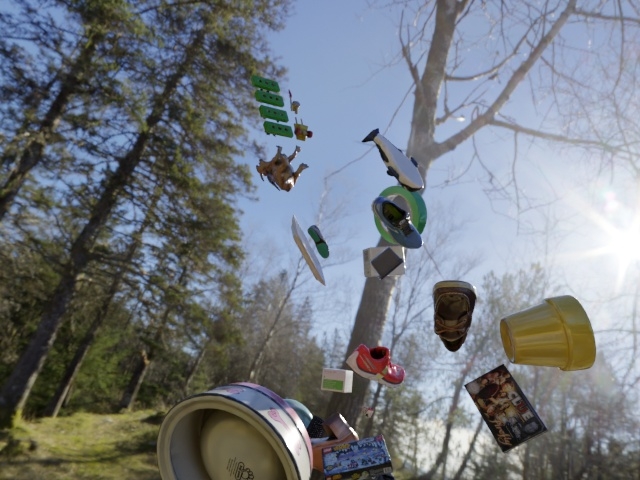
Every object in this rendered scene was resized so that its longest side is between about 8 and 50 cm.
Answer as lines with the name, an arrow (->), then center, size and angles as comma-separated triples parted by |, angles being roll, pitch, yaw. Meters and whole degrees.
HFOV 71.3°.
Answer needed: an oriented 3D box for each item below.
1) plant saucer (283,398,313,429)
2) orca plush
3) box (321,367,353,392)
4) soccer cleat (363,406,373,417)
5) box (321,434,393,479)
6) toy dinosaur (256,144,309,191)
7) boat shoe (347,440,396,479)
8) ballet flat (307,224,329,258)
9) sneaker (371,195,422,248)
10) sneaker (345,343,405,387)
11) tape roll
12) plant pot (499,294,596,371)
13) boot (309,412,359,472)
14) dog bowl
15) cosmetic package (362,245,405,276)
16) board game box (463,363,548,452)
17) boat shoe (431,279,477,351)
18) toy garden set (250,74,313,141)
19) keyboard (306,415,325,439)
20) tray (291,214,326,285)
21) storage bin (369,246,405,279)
plant saucer -> -0.127, 0.820, 1.833 | 0.317, 0.317, 0.044 | 29, -34, -29
orca plush -> 0.263, -0.281, 1.690 | 0.287, 0.151, 0.102 | 40, -39, 0
box -> 0.068, 0.566, 1.804 | 0.101, 0.087, 0.102 | -1, -18, 21
soccer cleat -> 0.178, 0.651, 1.690 | 0.029, 0.035, 0.083 | 21, -21, -7
box -> 0.072, 0.451, 0.916 | 0.137, 0.027, 0.094 | -12, 8, -2
toy dinosaur -> -0.149, -0.258, 1.755 | 0.127, 0.296, 0.200 | 11, -56, -28
boat shoe -> 0.116, 0.505, 0.962 | 0.080, 0.076, 0.228 | 0, 2, -21
ballet flat -> 0.000, 0.000, 1.337 | 0.041, 0.041, 0.114 | -6, -57, 41
sneaker -> 0.383, -0.075, 2.172 | 0.330, 0.130, 0.147 | 44, -2, -14
sneaker -> 0.218, 0.434, 1.567 | 0.279, 0.118, 0.107 | 26, 9, -38
tape roll -> 0.435, -0.143, 2.457 | 0.077, 0.321, 0.321 | -10, -3, -40
plant pot -> 0.766, 0.330, 1.542 | 0.239, 0.254, 0.254 | -10, -27, 7
boot -> 0.020, 0.752, 1.494 | 0.220, 0.283, 0.109 | 58, -30, -2
dog bowl -> -0.199, 0.543, 1.110 | 0.408, 0.408, 0.150 | 6, 10, 22
cosmetic package -> 0.331, 0.112, 2.345 | 0.184, 0.151, 0.151 | -2, -6, -9
board game box -> 0.632, 0.573, 1.534 | 0.165, 0.243, 0.042 | -34, -38, 10
boat shoe -> 0.378, 0.226, 1.267 | 0.123, 0.123, 0.342 | 0, -32, 12
toy garden set -> -0.143, -0.465, 1.613 | 0.204, 0.244, 0.049 | 2, -27, -39
keyboard -> -0.026, 0.801, 1.756 | 0.100, 0.192, 0.038 | 32, -22, -7
tray -> -0.050, 0.044, 1.687 | 0.030, 0.145, 0.270 | -24, -57, 5
storage bin -> 0.284, 0.095, 1.947 | 0.091, 0.135, 0.098 | 51, 0, 2
